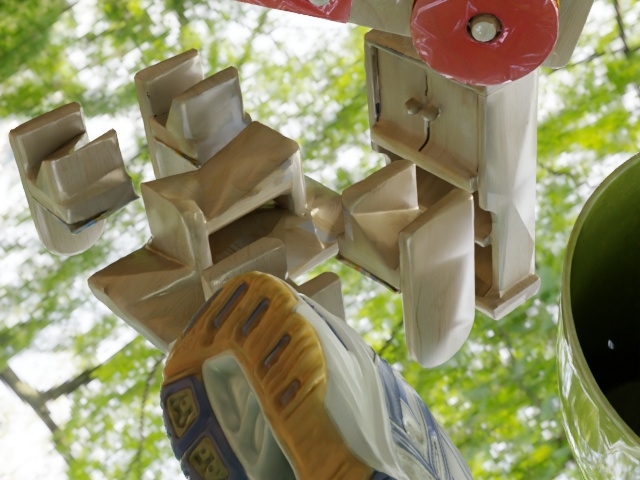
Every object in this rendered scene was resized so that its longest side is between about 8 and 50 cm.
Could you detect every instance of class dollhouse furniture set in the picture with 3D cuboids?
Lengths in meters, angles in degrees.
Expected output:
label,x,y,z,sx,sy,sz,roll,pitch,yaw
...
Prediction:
label,x,y,z,sx,sy,sz,roll,pitch,yaw
dollhouse furniture set,0.000,0.000,1.047,0.394,0.257,0.362,-31,-138,-29

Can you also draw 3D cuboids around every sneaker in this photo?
label,x,y,z,sx,sy,sz,roll,pitch,yaw
sneaker,0.035,0.133,0.464,0.112,0.131,0.296,-43,-139,21

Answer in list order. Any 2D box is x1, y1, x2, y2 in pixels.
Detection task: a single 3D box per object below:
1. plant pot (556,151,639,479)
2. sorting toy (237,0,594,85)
label,x,y,z,sx,sy,sz,roll,pitch,yaw
plant pot,0.288,0.111,0.868,0.274,0.275,0.293,-40,159,-20
sorting toy,0.056,-0.209,0.680,0.255,0.257,0.089,12,-133,0
